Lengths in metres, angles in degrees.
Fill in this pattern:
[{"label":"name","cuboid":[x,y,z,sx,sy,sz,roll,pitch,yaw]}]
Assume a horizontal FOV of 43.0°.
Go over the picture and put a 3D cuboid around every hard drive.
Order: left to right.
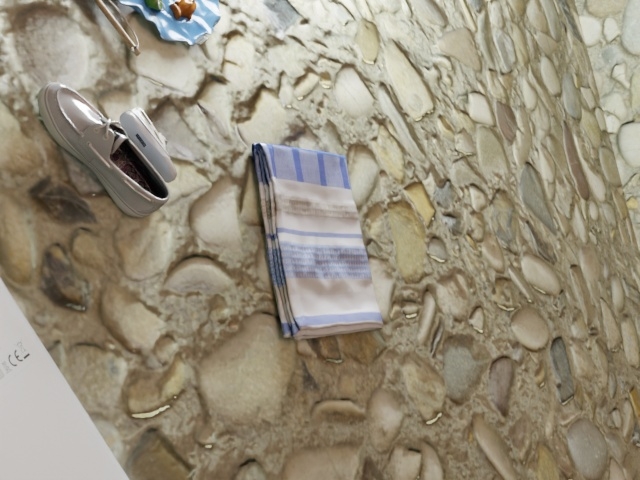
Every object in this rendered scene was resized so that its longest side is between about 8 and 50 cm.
[{"label":"hard drive","cuboid":[-0.274,0.183,0.716,0.308,0.040,0.203,61,16,-10]}]

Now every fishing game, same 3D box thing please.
[{"label":"fishing game","cuboid":[-0.203,-0.350,1.084,0.189,0.041,0.264,55,42,-13]}]

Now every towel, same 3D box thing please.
[{"label":"towel","cuboid":[0.000,0.000,1.165,0.209,0.034,0.285,3,72,-49]}]

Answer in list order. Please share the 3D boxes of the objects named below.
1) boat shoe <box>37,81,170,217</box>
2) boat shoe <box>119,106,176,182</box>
[{"label":"boat shoe","cuboid":[-0.240,-0.105,0.916,0.184,0.063,0.066,57,41,-15]},{"label":"boat shoe","cuboid":[-0.202,-0.118,0.989,0.100,0.035,0.035,54,44,-8]}]
